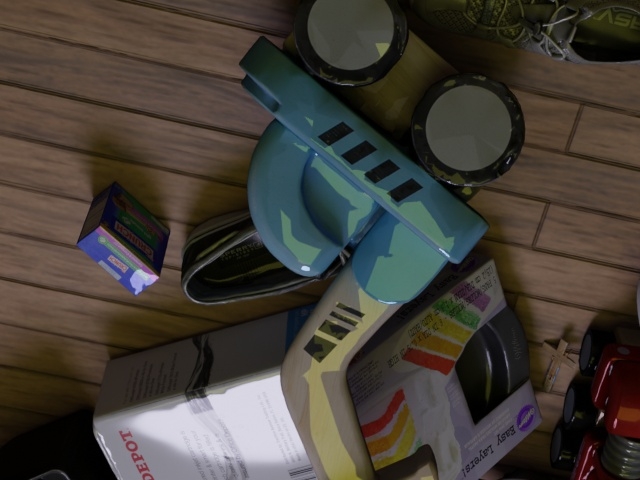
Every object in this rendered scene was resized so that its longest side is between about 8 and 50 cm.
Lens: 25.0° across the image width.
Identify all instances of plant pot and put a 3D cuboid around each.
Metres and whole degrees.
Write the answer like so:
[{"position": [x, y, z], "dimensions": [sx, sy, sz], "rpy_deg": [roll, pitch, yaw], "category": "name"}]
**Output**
[{"position": [-0.316, 0.316, 1.750], "dimensions": [0.188, 0.167, 0.187], "rpy_deg": [-23, 117, 21], "category": "plant pot"}]

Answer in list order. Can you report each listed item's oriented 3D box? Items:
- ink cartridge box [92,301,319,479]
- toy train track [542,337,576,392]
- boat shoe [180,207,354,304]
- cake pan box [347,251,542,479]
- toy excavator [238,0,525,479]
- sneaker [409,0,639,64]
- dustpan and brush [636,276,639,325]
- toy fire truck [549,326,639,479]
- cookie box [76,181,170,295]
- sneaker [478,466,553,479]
[{"position": [-0.084, 0.223, 1.715], "dimensions": [0.307, 0.129, 0.223], "rpy_deg": [-16, 119, 10], "category": "ink cartridge box"}, {"position": [0.283, 0.148, 1.723], "dimensions": [0.048, 0.014, 0.083], "rpy_deg": [36, 133, 27], "category": "toy train track"}, {"position": [0.000, 0.000, 1.592], "dimensions": [0.335, 0.119, 0.121], "rpy_deg": [-23, 116, 14], "category": "boat shoe"}, {"position": [0.126, 0.174, 1.638], "dimensions": [0.267, 0.070, 0.245], "rpy_deg": [-35, 122, -28], "category": "cake pan box"}, {"position": [0.037, 0.020, 1.435], "dimensions": [0.433, 0.222, 0.445], "rpy_deg": [40, 97, -1], "category": "toy excavator"}, {"position": [0.230, -0.236, 1.452], "dimensions": [0.281, 0.115, 0.105], "rpy_deg": [5, 120, -1], "category": "sneaker"}, {"position": [0.396, 0.036, 1.618], "dimensions": [0.060, 0.147, 0.211], "rpy_deg": [-29, 85, 49], "category": "dustpan and brush"}, {"position": [0.333, 0.243, 1.645], "dimensions": [0.158, 0.246, 0.217], "rpy_deg": [10, 120, -4], "category": "toy fire truck"}, {"position": [-0.217, -0.002, 1.605], "dimensions": [0.040, 0.107, 0.092], "rpy_deg": [-38, 112, 21], "category": "cookie box"}, {"position": [0.290, 0.342, 1.791], "dimensions": [0.276, 0.135, 0.097], "rpy_deg": [9, 109, -30], "category": "sneaker"}]
